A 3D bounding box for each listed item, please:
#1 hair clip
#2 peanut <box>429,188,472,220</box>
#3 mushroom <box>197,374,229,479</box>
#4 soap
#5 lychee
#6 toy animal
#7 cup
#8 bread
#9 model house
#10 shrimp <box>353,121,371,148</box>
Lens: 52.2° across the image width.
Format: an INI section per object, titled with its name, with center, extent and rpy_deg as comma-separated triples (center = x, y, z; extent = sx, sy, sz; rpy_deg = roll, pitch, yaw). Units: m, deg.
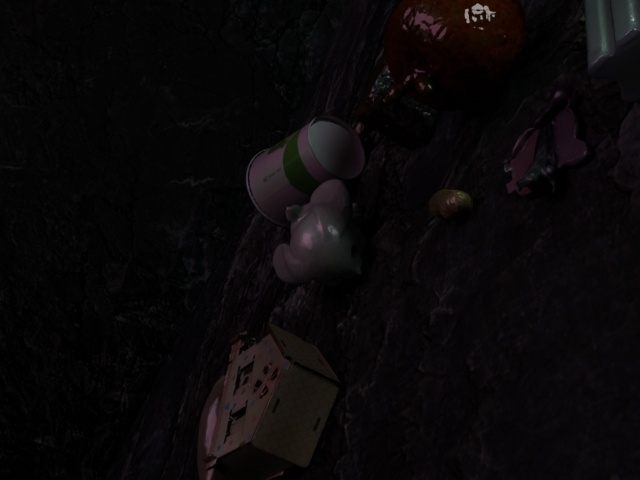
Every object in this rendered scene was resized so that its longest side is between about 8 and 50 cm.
[hair clip]
center = 0.314, -0.122, 0.931
extent = 0.146, 0.056, 0.187
rpy_deg = -48, 13, 43
[peanut]
center = 0.218, -0.061, 1.109
extent = 0.054, 0.054, 0.113
rpy_deg = -64, 14, -5
[mushroom]
center = -0.217, 0.469, 1.441
extent = 0.128, 0.128, 0.350
rpy_deg = -45, 31, 46
[soap]
center = 0.423, -0.323, 0.832
extent = 0.160, 0.088, 0.265
rpy_deg = -44, 24, 48
[lychee]
center = 0.232, -0.350, 1.185
extent = 0.300, 0.255, 0.255
rpy_deg = -34, 6, -22
[toy animal]
center = 0.004, -0.015, 1.463
extent = 0.249, 0.174, 0.289
rpy_deg = -67, 16, -12
[cup]
center = -0.032, -0.191, 1.774
extent = 0.274, 0.253, 0.253
rpy_deg = -30, 35, 48
[bread]
center = 0.229, -0.420, 1.443
extent = 0.416, 0.165, 0.113
rpy_deg = -66, 15, -11
[model house]
center = -0.075, 0.296, 1.266
extent = 0.244, 0.169, 0.326
rpy_deg = -41, 27, 35
[shrimp]
center = 0.120, -0.303, 1.820
extent = 0.178, 0.034, 0.124
rpy_deg = -63, 19, 3
